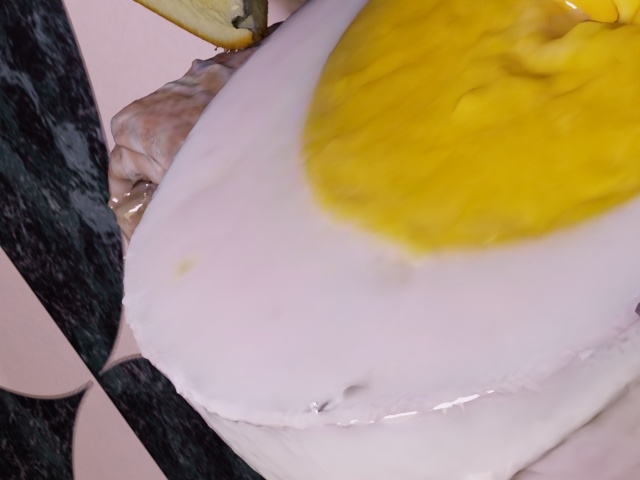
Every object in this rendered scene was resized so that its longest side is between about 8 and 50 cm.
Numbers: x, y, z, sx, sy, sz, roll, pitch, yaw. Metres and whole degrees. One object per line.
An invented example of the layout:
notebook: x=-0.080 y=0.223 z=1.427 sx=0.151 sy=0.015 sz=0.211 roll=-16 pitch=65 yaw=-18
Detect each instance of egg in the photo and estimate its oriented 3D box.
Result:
egg: x=0.103 y=0.009 z=0.717 sx=0.337 sy=0.337 sz=0.201 roll=10 pitch=141 yaw=55

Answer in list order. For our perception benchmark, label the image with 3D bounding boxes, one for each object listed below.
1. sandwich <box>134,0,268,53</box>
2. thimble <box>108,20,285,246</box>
sandwich: x=-0.094 y=-0.186 z=1.040 sx=0.244 sy=0.088 sz=0.090 roll=30 pitch=153 yaw=34
thimble: x=0.002 y=0.006 z=1.031 sx=0.229 sy=0.148 sz=0.196 roll=47 pitch=154 yaw=21
